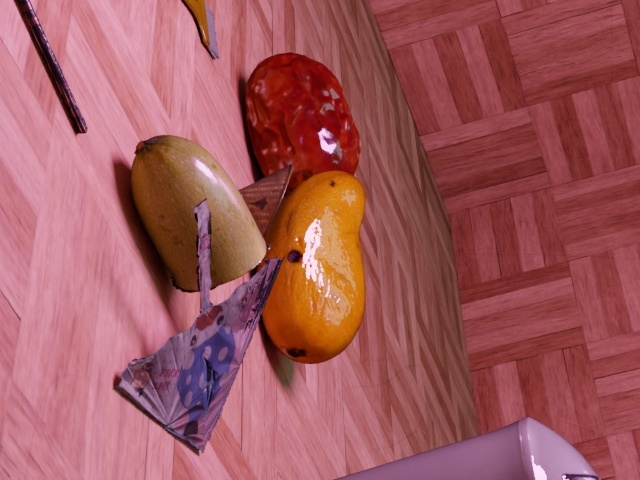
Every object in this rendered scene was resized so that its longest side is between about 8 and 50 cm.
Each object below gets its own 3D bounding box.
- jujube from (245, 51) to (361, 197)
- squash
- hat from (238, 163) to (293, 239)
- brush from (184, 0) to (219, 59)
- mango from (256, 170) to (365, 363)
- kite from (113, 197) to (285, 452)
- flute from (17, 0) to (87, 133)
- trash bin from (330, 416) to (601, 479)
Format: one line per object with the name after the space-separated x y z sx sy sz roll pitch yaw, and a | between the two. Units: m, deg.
-0.030 -0.169 2.305 0.250 0.174 0.174 68 8 23 | jujube
-0.150 -0.041 1.677 0.123 0.123 0.187 -87 153 -57 | squash
-0.097 -0.053 2.086 0.146 0.067 0.146 -157 -90 -84 | hat
-0.187 -0.341 2.131 0.205 0.011 0.083 53 26 -61 | brush
-0.011 0.034 2.130 0.177 0.120 0.295 27 57 -37 | mango
-0.123 0.093 1.593 0.335 0.011 0.314 -40 140 -53 | kite
-0.287 -0.222 1.480 0.014 0.014 0.269 -85 157 -59 | flute
0.114 0.362 1.608 0.280 0.432 0.280 -16 90 -79 | trash bin
